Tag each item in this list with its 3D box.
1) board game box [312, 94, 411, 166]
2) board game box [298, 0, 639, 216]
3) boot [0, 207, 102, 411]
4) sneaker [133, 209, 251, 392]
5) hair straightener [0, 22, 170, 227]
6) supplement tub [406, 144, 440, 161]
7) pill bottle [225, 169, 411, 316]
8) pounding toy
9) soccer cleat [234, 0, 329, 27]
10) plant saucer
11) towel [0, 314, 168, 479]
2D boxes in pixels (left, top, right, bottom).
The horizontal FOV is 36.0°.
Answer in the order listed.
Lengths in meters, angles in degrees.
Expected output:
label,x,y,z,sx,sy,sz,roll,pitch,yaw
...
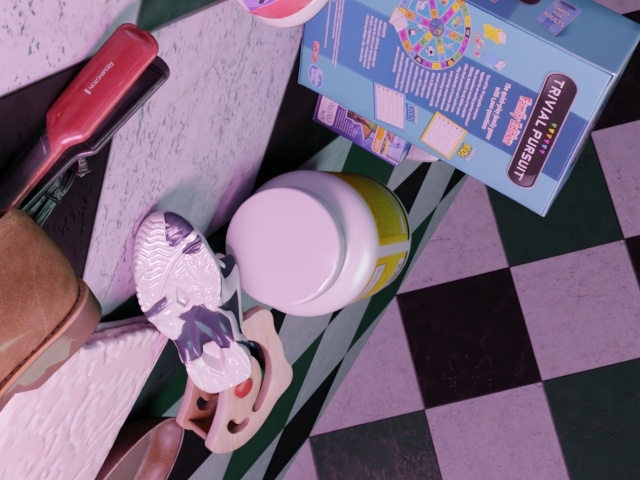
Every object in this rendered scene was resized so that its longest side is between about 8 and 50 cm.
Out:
label,x,y,z,sx,sy,sz,roll,pitch,yaw
board game box,0.072,-0.203,1.240,0.035,0.136,0.201,-48,164,-40
board game box,0.142,-0.197,1.062,0.079,0.336,0.253,-53,166,-27
boot,-0.268,0.097,0.620,0.305,0.112,0.115,-57,138,-40
sneaker,-0.145,0.039,1.091,0.094,0.153,0.235,-25,125,2
hair straightener,-0.193,-0.055,0.754,0.230,0.047,0.089,-57,167,-10
supplement tub,0.160,-0.273,1.290,0.193,0.194,0.316,-49,163,-40
pill bottle,0.000,0.000,1.304,0.187,0.188,0.334,-62,167,10
pounding toy,-0.145,0.172,1.316,0.154,0.155,0.269,-42,140,-24
soccer cleat,0.018,-0.332,0.824,0.318,0.109,0.116,-59,164,7
plant saucer,-0.291,0.358,1.310,0.310,0.050,0.310,-55,166,-21
towel,-0.294,0.222,0.983,0.317,0.053,0.332,-62,168,6
